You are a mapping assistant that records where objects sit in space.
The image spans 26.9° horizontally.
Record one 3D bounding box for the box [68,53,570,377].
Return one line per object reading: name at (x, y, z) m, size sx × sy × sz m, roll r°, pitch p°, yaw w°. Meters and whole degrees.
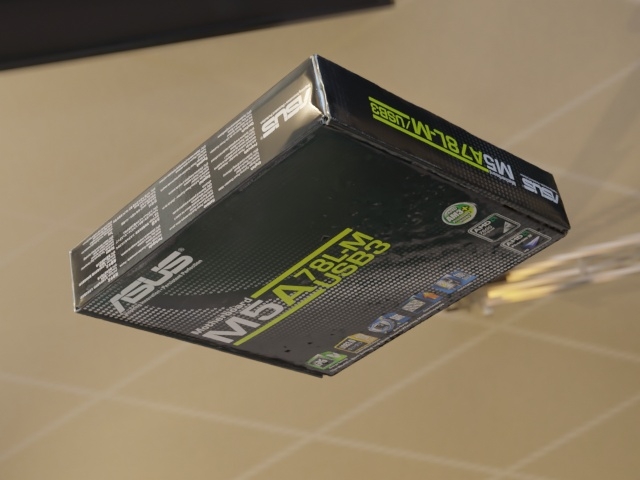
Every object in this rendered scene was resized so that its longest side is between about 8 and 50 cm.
box at (0.000, 0.000, 0.692) m, size 0.184 × 0.190 × 0.045 m, roll 19°, pitch -132°, yaw -43°
